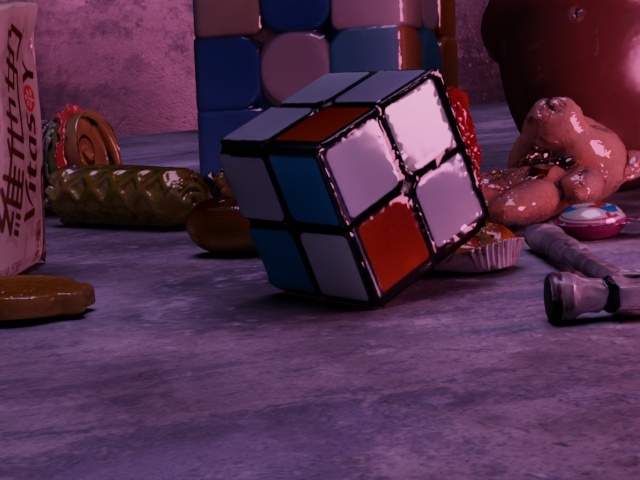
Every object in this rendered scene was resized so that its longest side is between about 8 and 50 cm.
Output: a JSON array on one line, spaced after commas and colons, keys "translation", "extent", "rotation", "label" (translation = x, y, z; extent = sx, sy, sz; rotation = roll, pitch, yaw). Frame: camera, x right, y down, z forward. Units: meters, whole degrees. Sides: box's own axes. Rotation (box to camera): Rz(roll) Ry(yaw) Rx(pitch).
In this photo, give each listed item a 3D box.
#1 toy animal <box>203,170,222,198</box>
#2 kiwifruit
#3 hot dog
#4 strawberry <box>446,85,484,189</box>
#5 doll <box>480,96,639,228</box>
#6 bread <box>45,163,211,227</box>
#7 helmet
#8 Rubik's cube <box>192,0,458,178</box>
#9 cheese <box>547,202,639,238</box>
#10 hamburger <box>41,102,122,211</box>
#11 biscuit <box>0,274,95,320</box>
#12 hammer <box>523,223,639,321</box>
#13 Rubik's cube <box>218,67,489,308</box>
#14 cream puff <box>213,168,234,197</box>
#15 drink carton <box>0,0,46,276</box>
[{"translation": [-0.056, -0.096, 2.156], "extent": [0.121, 0.117, 0.210], "rotation": [-5, 8, 42], "label": "toy animal"}, {"translation": [-0.100, -0.019, 1.802], "extent": [0.124, 0.075, 0.075], "rotation": [-5, 8, 19], "label": "kiwifruit"}, {"translation": [0.123, 0.004, 1.616], "extent": [0.192, 0.053, 0.099], "rotation": [3, 8, 34], "label": "hot dog"}, {"translation": [0.111, -0.097, 1.797], "extent": [0.184, 0.201, 0.187], "rotation": [33, -14, -21], "label": "strawberry"}, {"translation": [0.276, -0.098, 1.918], "extent": [0.201, 0.156, 0.303], "rotation": [3, 15, 35], "label": "doll"}, {"translation": [-0.269, -0.064, 2.122], "extent": [0.269, 0.098, 0.087], "rotation": [2, 53, 37], "label": "bread"}, {"translation": [0.404, -0.196, 2.120], "extent": [0.385, 0.230, 0.337], "rotation": [22, -27, -39], "label": "helmet"}, {"translation": [0.018, -0.267, 2.391], "extent": [0.347, 0.346, 0.344], "rotation": [-2, 2, 18], "label": "Rubik's cube"}, {"translation": [0.338, -0.024, 1.754], "extent": [0.145, 0.038, 0.095], "rotation": [-2, 9, 17], "label": "cheese"}, {"translation": [-0.397, -0.119, 2.335], "extent": [0.137, 0.175, 0.175], "rotation": [-13, 5, 21], "label": "hamburger"}, {"translation": [-0.340, 0.063, 1.497], "extent": [0.225, 0.036, 0.166], "rotation": [-4, 9, -20], "label": "biscuit"}, {"translation": [0.255, 0.020, 1.499], "extent": [0.152, 0.044, 0.427], "rotation": [-4, 8, -5], "label": "hammer"}, {"translation": [0.034, -0.056, 1.496], "extent": [0.180, 0.183, 0.167], "rotation": [-33, 23, -33], "label": "Rubik's cube"}, {"translation": [-0.058, -0.076, 1.983], "extent": [0.165, 0.115, 0.150], "rotation": [2, 43, -13], "label": "cream puff"}, {"translation": [-0.404, -0.112, 1.732], "extent": [0.132, 0.324, 0.194], "rotation": [1, 11, 6], "label": "drink carton"}]
